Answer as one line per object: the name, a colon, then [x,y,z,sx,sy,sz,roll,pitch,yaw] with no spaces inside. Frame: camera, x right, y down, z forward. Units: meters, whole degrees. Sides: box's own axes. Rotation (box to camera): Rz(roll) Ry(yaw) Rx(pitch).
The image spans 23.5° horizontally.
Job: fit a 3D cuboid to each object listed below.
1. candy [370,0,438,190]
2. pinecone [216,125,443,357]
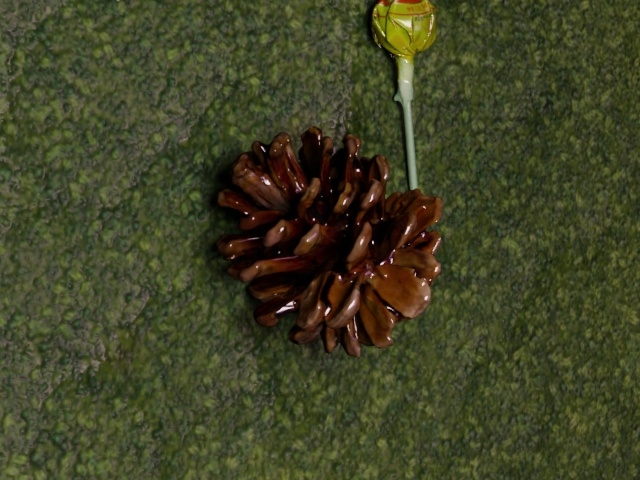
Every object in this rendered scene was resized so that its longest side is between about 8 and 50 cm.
candy: [0.079,-0.133,1.402,0.058,0.062,0.194,-70,157,-75]
pinecone: [0.002,-0.001,1.249,0.195,0.179,0.150,50,39,-7]
